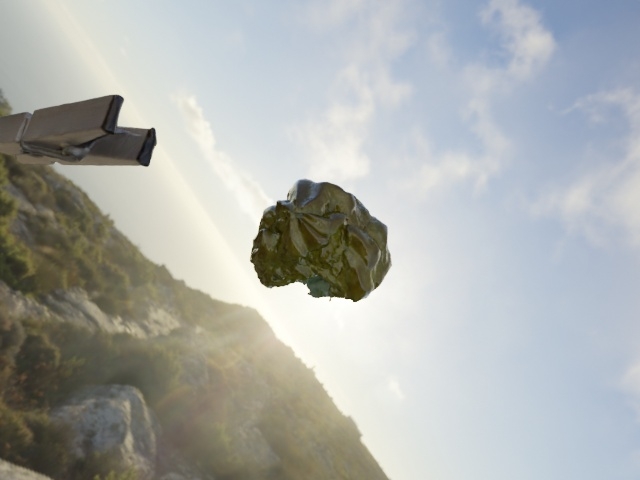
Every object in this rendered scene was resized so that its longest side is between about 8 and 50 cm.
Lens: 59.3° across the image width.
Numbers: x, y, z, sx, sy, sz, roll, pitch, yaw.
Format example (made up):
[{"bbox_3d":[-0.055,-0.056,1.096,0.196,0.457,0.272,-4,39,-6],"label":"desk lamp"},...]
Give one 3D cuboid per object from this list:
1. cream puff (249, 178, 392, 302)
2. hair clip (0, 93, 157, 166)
[{"bbox_3d":[0.000,0.000,0.582,0.156,0.121,0.156,17,-1,0],"label":"cream puff"},{"bbox_3d":[-0.429,-0.173,0.948,0.331,0.085,0.101,1,-18,28],"label":"hair clip"}]
